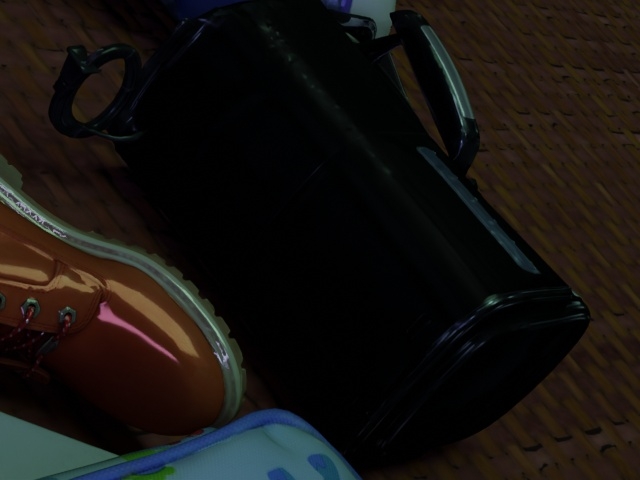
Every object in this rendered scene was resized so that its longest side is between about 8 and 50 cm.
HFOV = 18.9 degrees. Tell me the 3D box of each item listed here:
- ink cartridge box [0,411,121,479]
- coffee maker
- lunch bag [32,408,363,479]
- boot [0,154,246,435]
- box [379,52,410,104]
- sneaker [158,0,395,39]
[{"bbox_3d":[-0.032,0.171,0.492,0.223,0.045,0.224,25,46,-29],"label":"ink cartridge box"},{"bbox_3d":[0.000,0.000,0.777,0.171,0.120,0.178,-19,59,-35],"label":"coffee maker"},{"bbox_3d":[-0.050,0.140,0.394,0.219,0.090,0.176,-10,71,-45],"label":"lunch bag"},{"bbox_3d":[-0.101,0.027,0.643,0.158,0.059,0.084,33,28,2],"label":"boot"},{"bbox_3d":[0.001,-0.156,1.032,0.162,0.029,0.116,-112,178,-46],"label":"box"},{"bbox_3d":[-0.130,-0.195,0.888,0.236,0.130,0.323,-4,53,-45],"label":"sneaker"}]
